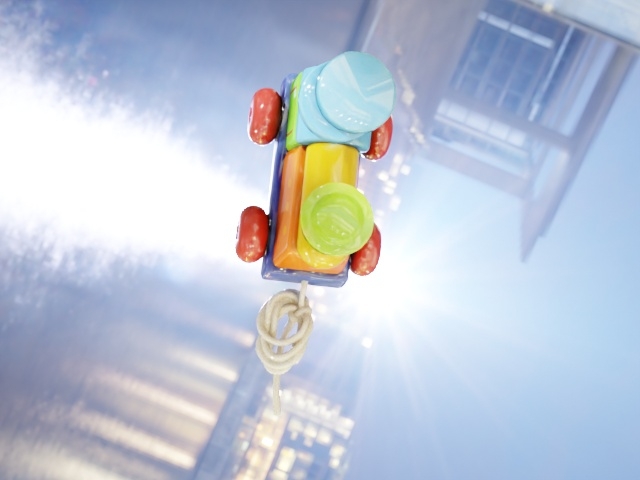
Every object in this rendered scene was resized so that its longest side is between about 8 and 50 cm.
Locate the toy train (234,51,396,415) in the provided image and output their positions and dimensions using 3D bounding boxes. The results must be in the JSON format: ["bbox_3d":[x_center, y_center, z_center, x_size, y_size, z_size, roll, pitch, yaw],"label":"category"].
[{"bbox_3d":[0.000,0.000,0.756,0.143,0.105,0.248,155,-59,-78],"label":"toy train"}]
